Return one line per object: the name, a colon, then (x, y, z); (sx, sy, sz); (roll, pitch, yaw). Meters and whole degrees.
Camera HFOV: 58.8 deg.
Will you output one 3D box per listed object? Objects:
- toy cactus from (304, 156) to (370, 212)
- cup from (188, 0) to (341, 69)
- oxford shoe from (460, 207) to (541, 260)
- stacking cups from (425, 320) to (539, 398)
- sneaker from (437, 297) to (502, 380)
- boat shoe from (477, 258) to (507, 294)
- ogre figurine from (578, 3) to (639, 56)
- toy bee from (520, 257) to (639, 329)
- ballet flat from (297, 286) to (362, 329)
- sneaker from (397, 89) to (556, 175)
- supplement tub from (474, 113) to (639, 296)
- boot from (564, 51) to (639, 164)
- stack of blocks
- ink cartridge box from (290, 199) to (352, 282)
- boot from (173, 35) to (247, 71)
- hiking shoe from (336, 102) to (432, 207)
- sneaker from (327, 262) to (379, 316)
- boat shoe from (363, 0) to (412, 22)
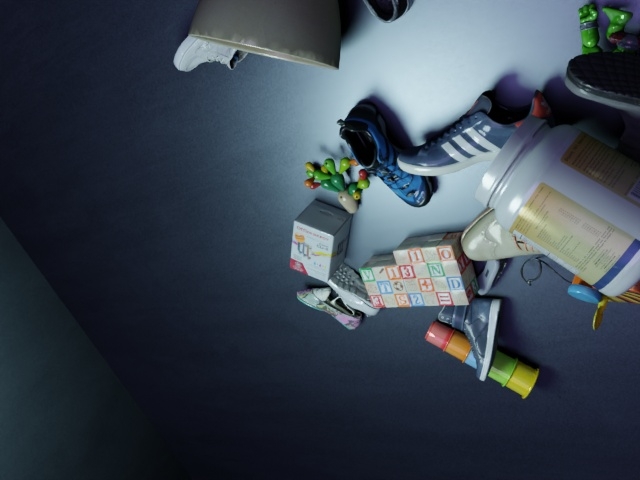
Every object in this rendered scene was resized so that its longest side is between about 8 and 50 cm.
toy cactus: (0.054, -0.138, 1.506); (0.219, 0.112, 0.180); (5, 142, 36)
cup: (-0.095, -0.518, 1.211); (0.331, 0.331, 0.237); (18, 105, 19)
oxford shoe: (0.483, -0.030, 1.288); (0.397, 0.146, 0.140); (-28, 106, 40)
stacking cups: (0.456, 0.323, 1.620); (0.316, 0.096, 0.096); (30, 133, 16)
sneaker: (0.401, 0.259, 1.556); (0.163, 0.086, 0.226); (8, 93, 23)
boat shoe: (0.445, 0.092, 1.476); (0.040, 0.049, 0.142); (-7, 140, -15)
ogre figurine: (0.561, -0.356, 1.043); (0.197, 0.097, 0.118); (16, 118, 7)
toy bee: (0.640, 0.093, 1.303); (0.162, 0.298, 0.195); (27, 101, -25)
ballet flat: (0.035, 0.198, 1.796); (0.221, 0.077, 0.079); (31, 115, 2)
sneaker: (0.328, -0.244, 1.250); (0.350, 0.131, 0.148); (-9, 119, 25)
supplement tub: (0.474, -0.072, 1.056); (0.316, 0.228, 0.228); (37, 135, 17)
boot: (0.579, -0.206, 1.046); (0.338, 0.118, 0.222); (15, 148, 1)
stack of blocks: (0.258, 0.085, 1.542); (0.297, 0.087, 0.171); (-8, 110, 39)
ink cartridge box: (0.000, 0.000, 1.624); (0.128, 0.127, 0.176); (21, 130, 18)
boot: (-0.271, -0.484, 1.456); (0.258, 0.095, 0.123); (-32, 96, 41)
hiking shoe: (0.151, -0.186, 1.391); (0.304, 0.132, 0.113); (48, 133, -8)
sneaker: (0.081, 0.147, 1.717); (0.235, 0.090, 0.095); (38, 143, 4)
boat shoe: (0.082, -0.589, 1.156); (0.113, 0.105, 0.306); (-12, 115, 37)
